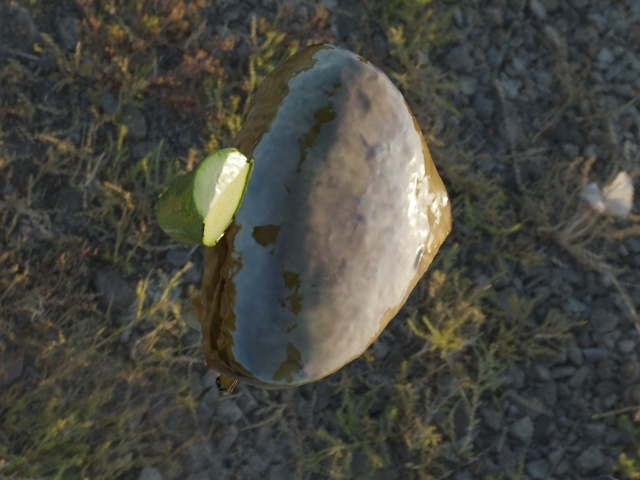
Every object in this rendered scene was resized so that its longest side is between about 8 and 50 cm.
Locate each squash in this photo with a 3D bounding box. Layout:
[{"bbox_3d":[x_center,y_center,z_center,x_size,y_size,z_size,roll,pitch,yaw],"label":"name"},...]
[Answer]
[{"bbox_3d":[-0.124,-0.033,0.948,0.075,0.200,0.090,19,76,-21],"label":"squash"}]

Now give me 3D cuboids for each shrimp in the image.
[{"bbox_3d":[-0.172,0.168,1.511,0.049,0.161,0.166,14,75,-50],"label":"shrimp"}]

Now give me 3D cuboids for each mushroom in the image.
[{"bbox_3d":[-0.020,-0.020,1.182,0.397,0.224,0.313,-54,137,-36],"label":"mushroom"}]

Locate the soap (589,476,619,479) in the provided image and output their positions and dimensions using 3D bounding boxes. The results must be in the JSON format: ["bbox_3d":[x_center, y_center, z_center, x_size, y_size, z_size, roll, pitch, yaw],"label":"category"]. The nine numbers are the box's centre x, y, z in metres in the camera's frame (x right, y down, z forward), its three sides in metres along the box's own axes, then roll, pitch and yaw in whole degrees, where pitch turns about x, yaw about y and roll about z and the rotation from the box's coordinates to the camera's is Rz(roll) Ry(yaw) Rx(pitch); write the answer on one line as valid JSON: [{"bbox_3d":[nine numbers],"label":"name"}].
[{"bbox_3d":[0.211,0.201,0.457,0.203,0.065,0.122,23,27,-23],"label":"soap"}]
